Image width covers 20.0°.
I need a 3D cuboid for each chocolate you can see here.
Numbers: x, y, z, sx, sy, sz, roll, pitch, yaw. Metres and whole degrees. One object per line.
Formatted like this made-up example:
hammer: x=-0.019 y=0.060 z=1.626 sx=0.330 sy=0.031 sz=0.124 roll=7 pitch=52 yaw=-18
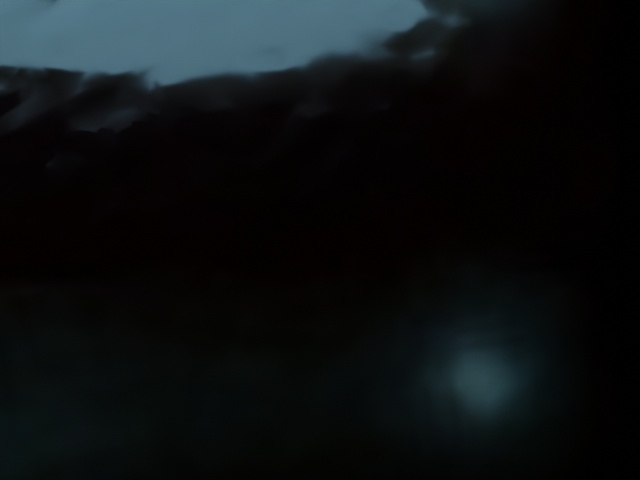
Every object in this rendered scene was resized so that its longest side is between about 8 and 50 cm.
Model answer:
chocolate: x=0.000 y=0.000 z=0.630 sx=0.331 sy=0.383 sz=0.383 roll=-15 pitch=16 yaw=8
